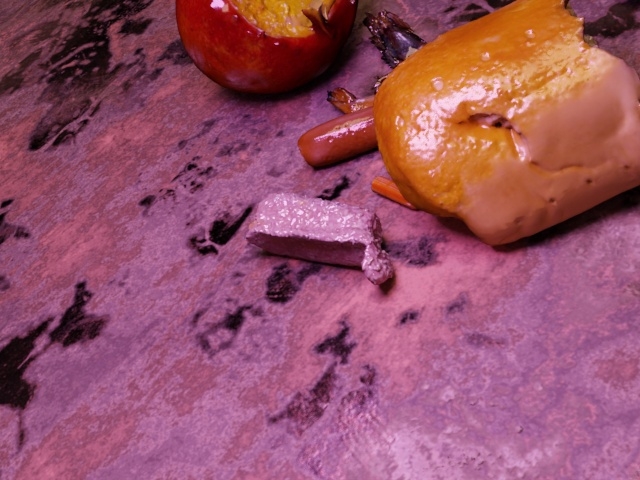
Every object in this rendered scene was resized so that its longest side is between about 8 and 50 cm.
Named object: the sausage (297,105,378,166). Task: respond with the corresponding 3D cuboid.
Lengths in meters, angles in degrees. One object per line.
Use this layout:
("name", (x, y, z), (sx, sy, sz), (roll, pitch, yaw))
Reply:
("sausage", (0.059, -0.183, 1.688), (0.197, 0.076, 0.076), (-18, 42, 5))

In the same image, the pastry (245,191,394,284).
("pastry", (0.008, -0.011, 1.513), (0.265, 0.103, 0.112), (19, 74, 31))

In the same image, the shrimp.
("shrimp", (0.103, -0.319, 1.815), (0.222, 0.054, 0.290), (-26, 49, -1))

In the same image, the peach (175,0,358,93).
("peach", (-0.101, -0.453, 1.864), (0.335, 0.310, 0.406), (16, 58, -10))

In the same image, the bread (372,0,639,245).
("bread", (0.276, -0.192, 1.460), (0.394, 0.250, 0.361), (-22, 41, 5))

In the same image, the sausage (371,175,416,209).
("sausage", (0.128, -0.074, 1.575), (0.031, 0.031, 0.107), (-44, 44, -20))
